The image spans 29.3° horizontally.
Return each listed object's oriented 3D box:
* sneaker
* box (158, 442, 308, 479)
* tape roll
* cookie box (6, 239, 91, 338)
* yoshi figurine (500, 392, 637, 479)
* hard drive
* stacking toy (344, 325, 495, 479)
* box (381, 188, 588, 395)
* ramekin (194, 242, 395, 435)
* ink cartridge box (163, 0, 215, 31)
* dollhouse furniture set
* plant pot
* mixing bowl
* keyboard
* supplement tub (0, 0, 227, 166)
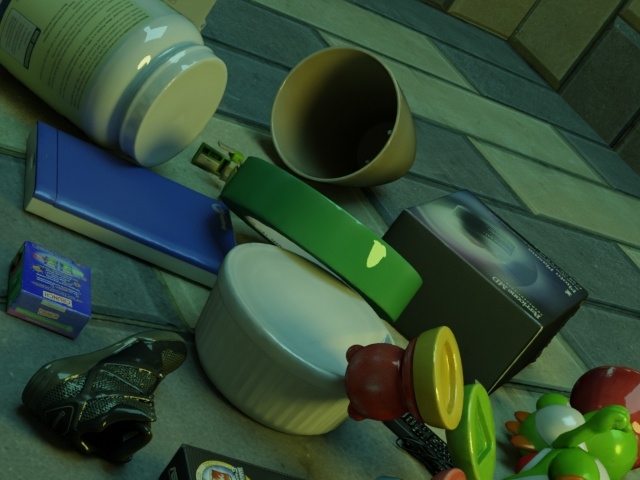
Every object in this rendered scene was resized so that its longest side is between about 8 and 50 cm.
[{"bbox_3d":[-0.208,0.175,1.351,0.130,0.087,0.227,45,27,17],"label":"sneaker"},{"bbox_3d":[-0.046,0.348,1.267,0.216,0.060,0.270,23,25,-28],"label":"box"},{"bbox_3d":[0.000,0.000,1.809,0.321,0.077,0.321,35,-5,4],"label":"tape roll"},{"bbox_3d":[-0.325,0.059,1.468,0.092,0.040,0.107,25,24,-24],"label":"cookie box"},{"bbox_3d":[0.393,0.335,1.769,0.203,0.204,0.362,47,18,-14],"label":"yoshi figurine"},{"bbox_3d":[-0.267,-0.048,1.755,0.319,0.040,0.210,24,25,-25],"label":"hard drive"},{"bbox_3d":[0.117,0.281,1.478,0.279,0.130,0.308,45,44,-59],"label":"stacking toy"},{"bbox_3d":[0.257,0.082,2.060,0.296,0.182,0.294,41,25,14],"label":"box"},{"bbox_3d":[-0.041,0.137,1.602,0.273,0.127,0.273,30,23,-14],"label":"ramekin"},{"bbox_3d":[-0.328,-0.463,2.224,0.275,0.239,0.060,33,22,-6],"label":"ink cartridge box"},{"bbox_3d":[-0.165,-0.114,1.989,0.059,0.076,0.151,29,13,-22],"label":"dollhouse furniture set"},{"bbox_3d":[0.077,-0.201,2.328,0.256,0.256,0.274,47,8,26],"label":"plant pot"},{"bbox_3d":[0.470,0.302,1.961,0.181,0.181,0.098,40,39,10],"label":"mixing bowl"},{"bbox_3d":[0.175,0.298,1.707,0.192,0.038,0.100,40,23,12],"label":"keyboard"},{"bbox_3d":[-0.327,-0.285,1.862,0.325,0.235,0.235,39,23,16],"label":"supplement tub"}]
